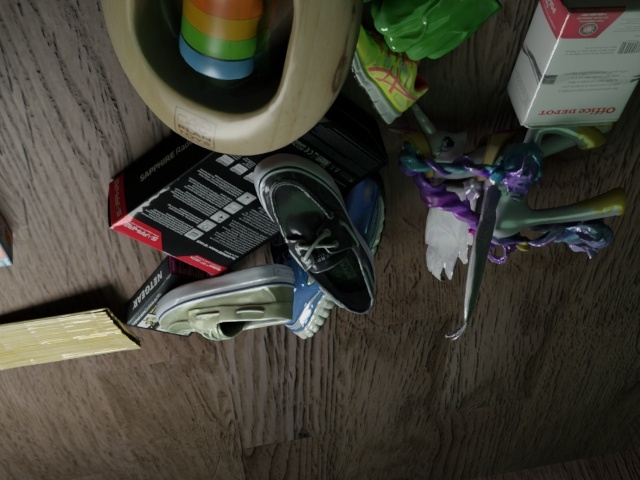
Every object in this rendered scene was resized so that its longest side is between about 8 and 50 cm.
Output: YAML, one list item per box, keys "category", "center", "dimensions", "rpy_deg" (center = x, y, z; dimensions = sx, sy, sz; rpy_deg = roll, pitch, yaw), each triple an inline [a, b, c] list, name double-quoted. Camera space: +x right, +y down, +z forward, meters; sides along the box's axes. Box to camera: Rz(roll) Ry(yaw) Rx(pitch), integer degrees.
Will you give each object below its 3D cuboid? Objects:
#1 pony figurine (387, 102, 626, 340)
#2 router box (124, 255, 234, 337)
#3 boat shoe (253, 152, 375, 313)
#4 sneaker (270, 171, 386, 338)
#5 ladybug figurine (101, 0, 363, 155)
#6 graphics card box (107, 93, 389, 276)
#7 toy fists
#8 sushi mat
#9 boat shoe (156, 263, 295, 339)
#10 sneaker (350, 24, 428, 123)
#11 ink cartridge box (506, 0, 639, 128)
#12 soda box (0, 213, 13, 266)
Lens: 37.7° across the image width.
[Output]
- category: "pony figurine"
  center: [0.284, -0.054, 1.481]
  dimensions: [0.363, 0.303, 0.351]
  rpy_deg: [-4, 112, -6]
- category: "router box"
  center: [-0.253, 0.104, 1.686]
  dimensions: [0.133, 0.046, 0.179]
  rpy_deg: [16, 136, -33]
- category: "boat shoe"
  center: [0.000, 0.000, 1.377]
  dimensions: [0.108, 0.102, 0.301]
  rpy_deg: [-23, 131, 12]
- category: "sneaker"
  center: [-0.004, 0.015, 1.554]
  dimensions: [0.147, 0.130, 0.330]
  rpy_deg: [27, 115, -14]
- category: "ladybug figurine"
  center: [-0.092, -0.281, 1.052]
  dimensions: [0.305, 0.162, 0.449]
  rpy_deg: [25, 142, 3]
- category: "graphics card box"
  center: [-0.112, -0.100, 1.404]
  dimensions: [0.371, 0.094, 0.232]
  rpy_deg: [-32, 140, 27]
- category: "toy fists"
  center: [0.099, -0.329, 1.149]
  dimensions: [0.142, 0.096, 0.279]
  rpy_deg: [-36, 137, 19]
- category: "sushi mat"
  center: [-0.503, 0.182, 1.707]
  dimensions: [0.316, 0.019, 0.151]
  rpy_deg: [-9, 147, 11]
- category: "boat shoe"
  center: [-0.167, 0.117, 1.556]
  dimensions: [0.302, 0.094, 0.109]
  rpy_deg: [-20, 155, 39]
- category: "sneaker"
  center: [0.087, -0.248, 1.281]
  dimensions: [0.094, 0.081, 0.208]
  rpy_deg: [-29, 149, 11]
- category: "ink cartridge box"
  center: [0.374, -0.265, 1.321]
  dimensions: [0.158, 0.092, 0.218]
  rpy_deg: [-4, 142, -11]
- category: "soda box"
  center: [-0.517, -0.030, 1.403]
  dimensions: [0.058, 0.063, 0.183]
  rpy_deg: [-11, 145, -3]
